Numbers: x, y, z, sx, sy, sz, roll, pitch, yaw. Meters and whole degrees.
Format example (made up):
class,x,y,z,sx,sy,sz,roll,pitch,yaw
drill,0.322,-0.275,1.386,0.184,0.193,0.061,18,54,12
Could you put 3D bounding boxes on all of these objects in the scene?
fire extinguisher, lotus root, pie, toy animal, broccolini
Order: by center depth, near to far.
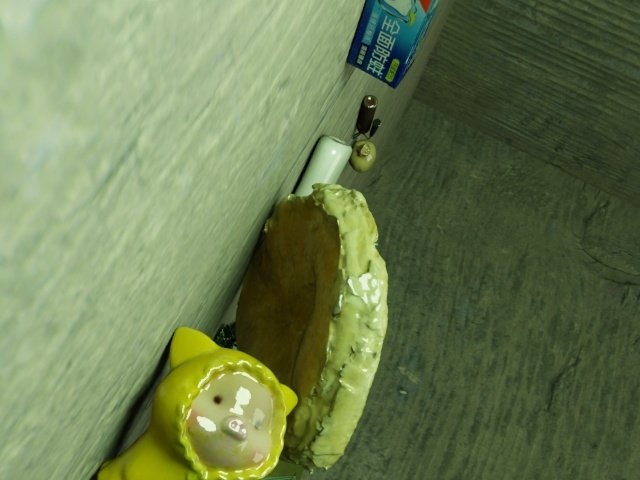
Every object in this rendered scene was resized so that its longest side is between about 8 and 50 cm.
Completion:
class,x,y,z,sx,sy,sz,roll,pitch,yaw
toy animal,-0.124,0.212,0.679,0.229,0.156,0.156,-58,176,-10
pie,-0.020,0.093,0.841,0.339,0.083,0.339,-172,-90,-67
broccolini,-0.133,0.133,1.048,0.140,0.030,0.035,-75,155,-84
fire extinguisher,0.098,-0.240,1.422,0.173,0.049,0.035,103,7,-78
lotus root,0.098,-0.195,1.629,0.073,0.062,0.150,-63,178,-5

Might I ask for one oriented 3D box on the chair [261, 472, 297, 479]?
class,x,y,z,sx,sy,sz,roll,pitch,yaw
chair,-0.163,0.384,0.772,0.203,0.275,0.190,-85,176,-64

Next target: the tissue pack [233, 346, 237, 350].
class,x,y,z,sx,sy,sz,roll,pitch,yaw
tissue pack,-0.040,0.174,1.200,0.073,0.235,0.173,0,-127,43

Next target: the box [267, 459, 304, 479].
class,x,y,z,sx,sy,sz,roll,pitch,yaw
box,-0.131,0.326,1.051,0.090,0.201,0.144,-60,178,9

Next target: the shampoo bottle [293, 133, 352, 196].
class,x,y,z,sx,sy,sz,roll,pitch,yaw
shampoo bottle,-0.021,-0.048,1.046,0.220,0.051,0.108,-64,179,11

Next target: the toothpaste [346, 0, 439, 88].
class,x,y,z,sx,sy,sz,roll,pitch,yaw
toothpaste,0.109,-0.311,0.787,0.066,0.076,0.320,-58,174,-32
